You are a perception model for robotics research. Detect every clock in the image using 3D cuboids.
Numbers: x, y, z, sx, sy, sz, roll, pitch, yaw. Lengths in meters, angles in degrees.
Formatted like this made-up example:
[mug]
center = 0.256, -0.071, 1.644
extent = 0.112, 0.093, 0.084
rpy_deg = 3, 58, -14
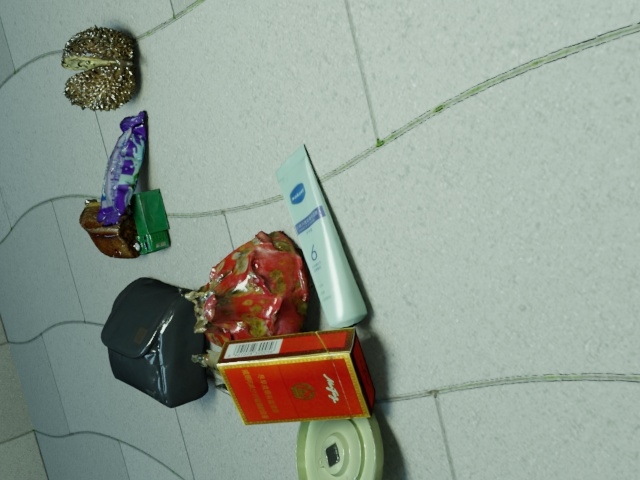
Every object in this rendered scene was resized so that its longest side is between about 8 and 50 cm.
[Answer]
[clock]
center = 0.030, 0.385, 1.338
extent = 0.235, 0.029, 0.235
rpy_deg = -21, 64, 52

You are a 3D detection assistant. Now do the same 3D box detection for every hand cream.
[hand cream]
center = 0.000, 0.000, 1.286
extent = 0.109, 0.067, 0.321
rpy_deg = -38, 67, 53

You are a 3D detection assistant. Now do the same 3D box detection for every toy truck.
[toy truck]
center = -0.404, -0.042, 1.751
extent = 0.079, 0.065, 0.147
rpy_deg = -3, 101, 48

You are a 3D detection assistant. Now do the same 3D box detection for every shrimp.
[shrimp]
center = -0.179, 0.303, 1.620
extent = 0.254, 0.059, 0.145
rpy_deg = 0, 119, 45

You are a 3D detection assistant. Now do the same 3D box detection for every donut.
[donut]
center = -0.528, -0.022, 1.866
extent = 0.186, 0.144, 0.126
rpy_deg = -2, 127, 26

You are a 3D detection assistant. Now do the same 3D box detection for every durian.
[durian]
center = -0.478, -0.376, 1.632
extent = 0.196, 0.167, 0.196
rpy_deg = 13, 116, 30

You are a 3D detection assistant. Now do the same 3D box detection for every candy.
[candy]
center = -0.462, -0.164, 1.723
extent = 0.145, 0.070, 0.275
rpy_deg = 3, 79, 58

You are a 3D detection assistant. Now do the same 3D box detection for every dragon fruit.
[dragon fruit]
center = -0.134, 0.127, 1.328
extent = 0.134, 0.211, 0.262
rpy_deg = 33, 118, 50

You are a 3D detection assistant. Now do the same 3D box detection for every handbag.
[handbag]
center = -0.409, 0.233, 1.778
extent = 0.301, 0.177, 0.275
rpy_deg = 11, 114, 49

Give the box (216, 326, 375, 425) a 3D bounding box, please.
[box]
center = -0.039, 0.236, 1.275
extent = 0.239, 0.074, 0.153
rpy_deg = -8, 118, 17
